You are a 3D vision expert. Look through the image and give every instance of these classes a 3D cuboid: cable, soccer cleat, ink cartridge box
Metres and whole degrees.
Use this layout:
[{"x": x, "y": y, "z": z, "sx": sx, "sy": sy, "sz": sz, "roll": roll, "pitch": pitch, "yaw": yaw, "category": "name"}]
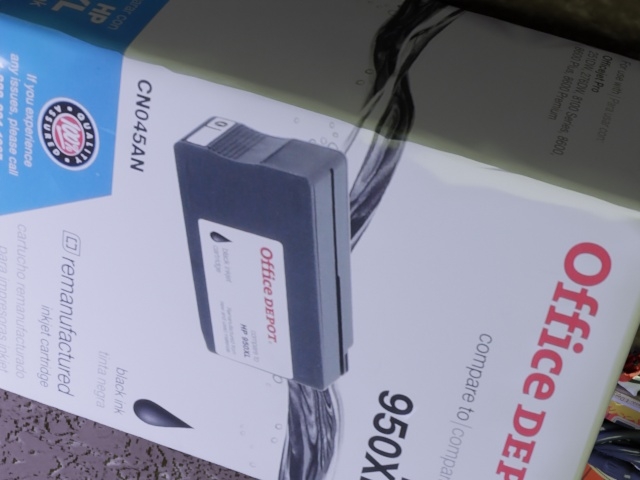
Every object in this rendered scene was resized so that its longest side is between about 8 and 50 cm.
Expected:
[{"x": 0.214, "y": 0.203, "z": 0.987, "sx": 0.150, "sy": 0.047, "sz": 0.184, "roll": -36, "pitch": 95, "yaw": 38, "category": "cable"}, {"x": 0.246, "y": 0.088, "z": 0.941, "sx": 0.083, "sy": 0.029, "sz": 0.035, "roll": -20, "pitch": 126, "yaw": 29, "category": "soccer cleat"}, {"x": 0.000, "y": 0.000, "z": 0.829, "sx": 0.395, "sy": 0.166, "sz": 0.285, "roll": 17, "pitch": 127, "yaw": 10, "category": "ink cartridge box"}]

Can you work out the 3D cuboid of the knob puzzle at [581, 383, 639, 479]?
[{"x": 0.247, "y": 0.210, "z": 1.025, "sx": 0.213, "sy": 0.030, "sz": 0.213, "roll": 7, "pitch": 126, "yaw": 9, "category": "knob puzzle"}]
